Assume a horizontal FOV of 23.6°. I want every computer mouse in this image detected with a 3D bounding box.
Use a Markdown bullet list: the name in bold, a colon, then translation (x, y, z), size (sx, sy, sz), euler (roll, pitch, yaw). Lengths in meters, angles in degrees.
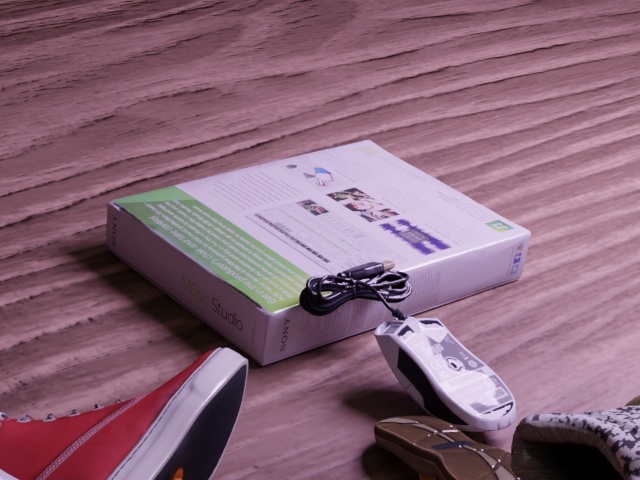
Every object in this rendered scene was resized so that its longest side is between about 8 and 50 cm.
- **computer mouse**: translation (0.075, 0.092, 1.226), size (0.106, 0.042, 0.193), euler (-12, 50, -44)

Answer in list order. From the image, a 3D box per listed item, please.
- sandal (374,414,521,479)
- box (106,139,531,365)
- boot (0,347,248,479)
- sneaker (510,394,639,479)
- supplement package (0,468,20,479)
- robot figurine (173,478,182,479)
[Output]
- **sandal**: translation (0.099, 0.173, 1.107), size (0.072, 0.049, 0.180), euler (-2, 14, -31)
- **box**: translation (0.000, 0.000, 1.402), size (0.322, 0.058, 0.232), euler (-14, 34, -39)
- **boot**: translation (-0.167, 0.131, 1.069), size (0.176, 0.088, 0.244), euler (16, 31, 19)
- **sneaker**: translation (0.243, 0.216, 0.924), size (0.182, 0.158, 0.410), euler (7, 17, -26)
- **supplement package**: translation (-0.083, 0.262, 0.659), size (0.262, 0.145, 0.204), euler (33, 23, -14)
- **robot figurine**: translation (0.047, 0.226, 0.909), size (0.291, 0.085, 0.211), euler (10, 26, -16)
